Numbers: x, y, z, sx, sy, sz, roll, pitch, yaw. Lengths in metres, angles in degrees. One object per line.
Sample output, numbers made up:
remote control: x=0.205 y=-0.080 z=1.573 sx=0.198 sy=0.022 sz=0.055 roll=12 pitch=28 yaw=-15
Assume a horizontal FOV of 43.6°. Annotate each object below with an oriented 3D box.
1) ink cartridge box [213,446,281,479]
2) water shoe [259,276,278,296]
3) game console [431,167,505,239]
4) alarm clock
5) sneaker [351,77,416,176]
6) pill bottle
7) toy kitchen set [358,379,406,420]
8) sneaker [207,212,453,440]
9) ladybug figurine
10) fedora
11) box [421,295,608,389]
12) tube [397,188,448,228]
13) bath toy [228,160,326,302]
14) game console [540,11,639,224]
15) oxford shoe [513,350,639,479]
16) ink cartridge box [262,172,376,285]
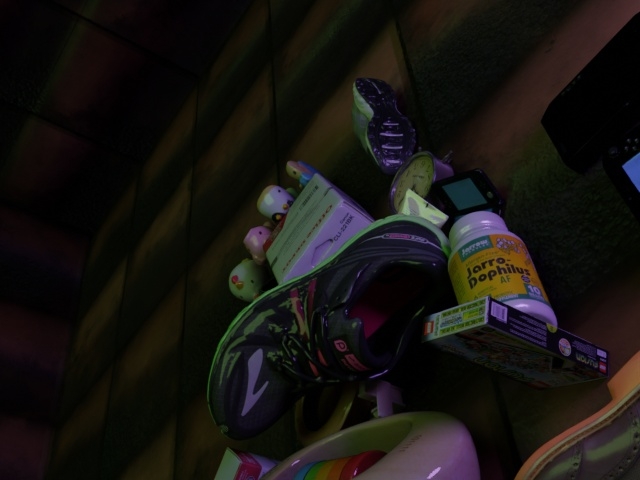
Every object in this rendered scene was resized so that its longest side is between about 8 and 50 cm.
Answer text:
ink cartridge box: x=-0.098 y=0.444 z=1.372 sx=0.072 sy=0.175 sz=0.127 roll=14 pitch=81 yaw=60
water shoe: x=-0.104 y=0.128 z=1.742 sx=0.203 sy=0.080 sz=0.073 roll=-59 pitch=27 yaw=13
game console: x=0.230 y=-0.046 z=1.292 sx=0.071 sy=0.107 sz=0.122 roll=-47 pitch=17 yaw=-30
alarm clock: x=0.173 y=-0.072 z=1.420 sx=0.192 sy=0.064 sz=0.129 roll=-64 pitch=27 yaw=-1
sneaker: x=0.121 y=-0.217 z=1.621 sx=0.271 sy=0.100 sz=0.108 roll=-101 pitch=19 yaw=-45
pill bottle: x=0.245 y=0.058 z=1.123 sx=0.117 sy=0.118 sz=0.208 roll=-48 pitch=31 yaw=31
toy kitchen set: x=0.083 y=0.271 z=1.280 sx=0.075 sy=0.083 sz=0.068 roll=-44 pitch=33 yaw=36
sneaker: x=0.006 y=0.146 z=1.251 sx=0.483 sy=0.185 sz=0.202 roll=-43 pitch=22 yaw=8
ladybug figurine: x=0.049 y=0.372 z=1.105 sx=0.305 sy=0.162 sz=0.449 roll=-31 pitch=2 yaw=-38
fedora: x=0.032 y=0.273 z=1.375 sx=0.194 sy=0.079 sz=0.194 roll=-42 pitch=34 yaw=37
box: x=0.239 y=0.130 z=0.977 sx=0.114 sy=0.207 sz=0.036 roll=-29 pitch=45 yaw=52
tube: x=0.133 y=0.037 z=1.377 sx=0.062 sy=0.070 sz=0.240 roll=-87 pitch=20 yaw=-68
bath toy: x=-0.101 y=-0.003 z=1.771 sx=0.348 sy=0.151 sz=0.129 roll=-60 pitch=28 yaw=17
game console: x=0.423 y=-0.138 z=1.043 sx=0.213 sy=0.044 sz=0.361 roll=-50 pitch=31 yaw=29
oxford shoe: x=0.313 y=0.259 z=0.835 sx=0.363 sy=0.130 sz=0.132 roll=-58 pitch=36 yaw=19
ink cartridge box: x=0.000 y=0.000 z=1.546 sx=0.197 sy=0.114 sz=0.273 roll=-54 pitch=17 yaw=7
